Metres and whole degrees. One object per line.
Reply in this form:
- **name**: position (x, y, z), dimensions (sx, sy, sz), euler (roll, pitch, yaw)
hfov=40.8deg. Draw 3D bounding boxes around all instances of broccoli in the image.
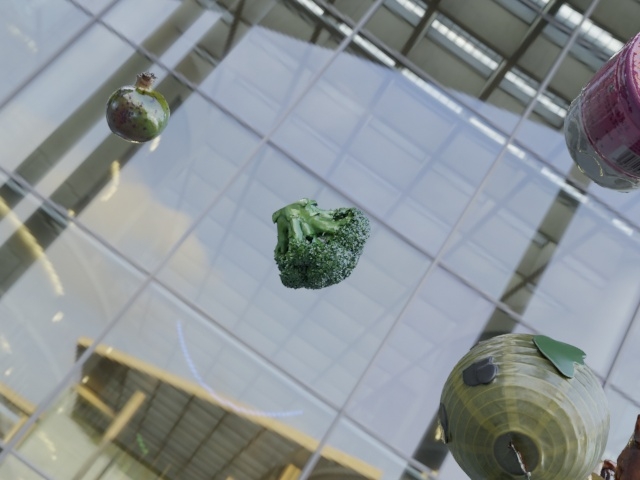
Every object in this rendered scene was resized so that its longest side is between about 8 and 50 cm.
- **broccoli**: position (0.000, 0.000, 1.447), dimensions (0.156, 0.195, 0.195), euler (62, -32, 1)

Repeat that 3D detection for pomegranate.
- **pomegranate**: position (-0.349, -0.248, 1.635), dimensions (0.130, 0.130, 0.130), euler (26, -31, 17)

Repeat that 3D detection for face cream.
- **face cream**: position (0.429, -0.167, 1.111), dimensions (0.175, 0.175, 0.195), euler (36, -18, 0)

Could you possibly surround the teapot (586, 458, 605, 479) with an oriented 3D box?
- **teapot**: position (0.481, 0.493, 1.614), dimensions (0.203, 0.311, 0.167), euler (21, -63, 28)

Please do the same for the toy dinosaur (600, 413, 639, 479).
- **toy dinosaur**: position (0.664, 0.528, 1.898), dimensions (0.208, 0.097, 0.432), euler (11, -42, 53)

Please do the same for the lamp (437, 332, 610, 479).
- **lamp**: position (0.290, 0.268, 1.245), dimensions (0.250, 0.284, 0.250), euler (4, -73, 15)
